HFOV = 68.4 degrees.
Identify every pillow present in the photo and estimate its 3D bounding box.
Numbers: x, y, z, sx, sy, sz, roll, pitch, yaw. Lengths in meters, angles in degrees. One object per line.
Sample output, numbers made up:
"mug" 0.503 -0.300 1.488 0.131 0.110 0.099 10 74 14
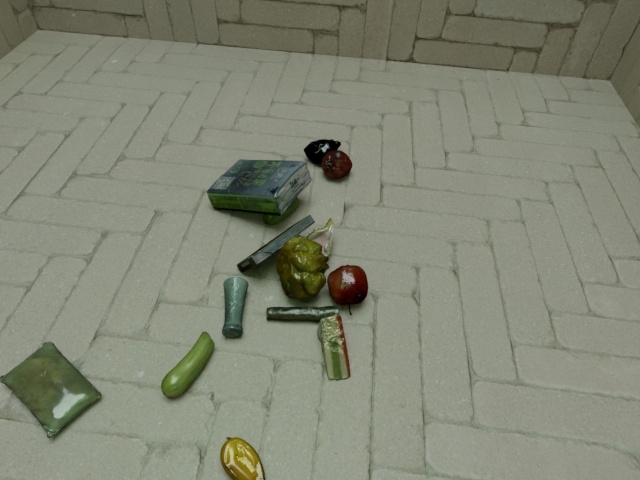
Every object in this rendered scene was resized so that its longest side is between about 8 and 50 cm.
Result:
"pillow" -0.871 0.467 1.514 0.302 0.075 0.185 33 54 22

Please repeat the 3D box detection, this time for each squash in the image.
"squash" -0.439 0.417 1.581 0.083 0.083 0.250 21 47 16
"squash" -0.184 -0.134 2.110 0.095 0.095 0.188 27 54 21

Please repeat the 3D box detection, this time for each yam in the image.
"yam" -0.067 0.271 1.752 0.273 0.061 0.061 1 47 -1

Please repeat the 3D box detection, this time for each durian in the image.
"durian" 0.008 0.007 1.979 0.140 0.078 0.224 16 64 24

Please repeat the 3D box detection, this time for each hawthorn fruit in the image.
"hawthorn fruit" 0.090 -0.375 2.329 0.148 0.148 0.172 36 27 27
"hawthorn fruit" 0.107 0.187 1.787 0.156 0.157 0.194 -3 65 -6

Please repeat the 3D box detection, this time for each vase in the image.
"vase" -0.319 0.249 1.739 0.096 0.096 0.220 -1 49 -4

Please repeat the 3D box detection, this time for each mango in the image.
"mango" -0.227 0.654 1.378 0.187 0.066 0.101 41 49 24

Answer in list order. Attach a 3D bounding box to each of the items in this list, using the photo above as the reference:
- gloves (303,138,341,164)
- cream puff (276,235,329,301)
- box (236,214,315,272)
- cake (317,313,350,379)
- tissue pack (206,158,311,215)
"gloves" 0.031 -0.470 2.427 0.164 0.124 0.203 41 63 9
"cream puff" -0.070 0.104 1.796 0.244 0.244 0.196 35 40 27
"box" -0.181 0.013 1.916 0.324 0.180 0.047 -38 97 -32
"cake" 0.044 0.376 1.671 0.086 0.117 0.221 -9 80 -7
"tissue pack" -0.276 -0.248 2.112 0.394 0.124 0.288 6 44 30
